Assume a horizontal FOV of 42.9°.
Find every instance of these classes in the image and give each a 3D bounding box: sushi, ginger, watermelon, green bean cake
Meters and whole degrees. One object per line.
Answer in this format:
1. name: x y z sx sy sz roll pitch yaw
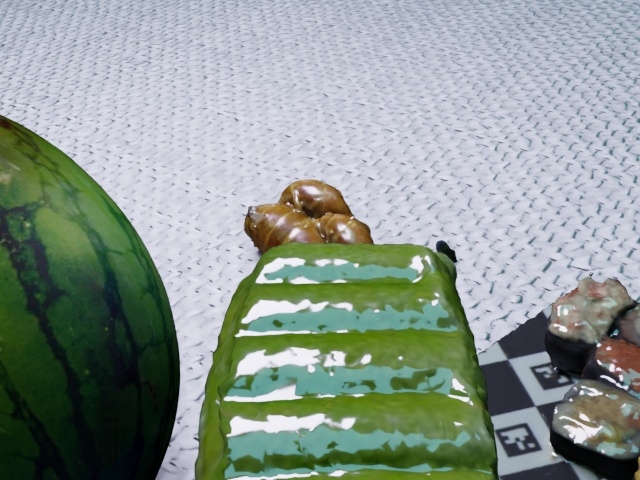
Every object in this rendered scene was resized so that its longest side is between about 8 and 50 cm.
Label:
1. sushi: 0.242 0.133 0.631 0.292 0.059 0.294 -29 43 -29
2. ginger: 0.000 0.000 0.835 0.103 0.073 0.162 -37 51 -17
3. watermelon: -0.264 0.081 0.530 0.363 0.363 0.363 -3 36 2
4. green bean cake: 0.012 0.152 0.467 0.156 0.250 0.247 -2 37 2
